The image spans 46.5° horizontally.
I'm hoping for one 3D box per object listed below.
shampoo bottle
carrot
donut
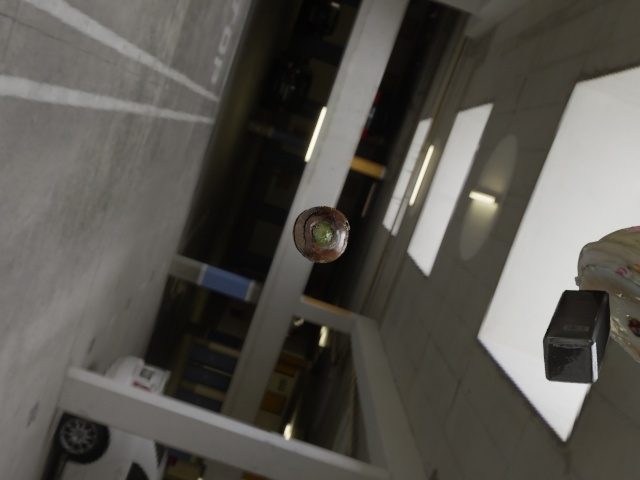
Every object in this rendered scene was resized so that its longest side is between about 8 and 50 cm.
[{"bbox_3d":[0.429,0.147,1.230,0.246,0.080,0.079,-36,121,-58],"label":"shampoo bottle"},{"bbox_3d":[0.000,0.000,0.761,0.161,0.055,0.055,93,16,-82],"label":"carrot"},{"bbox_3d":[0.639,0.129,1.364,0.142,0.382,0.382,-39,180,-5],"label":"donut"}]
